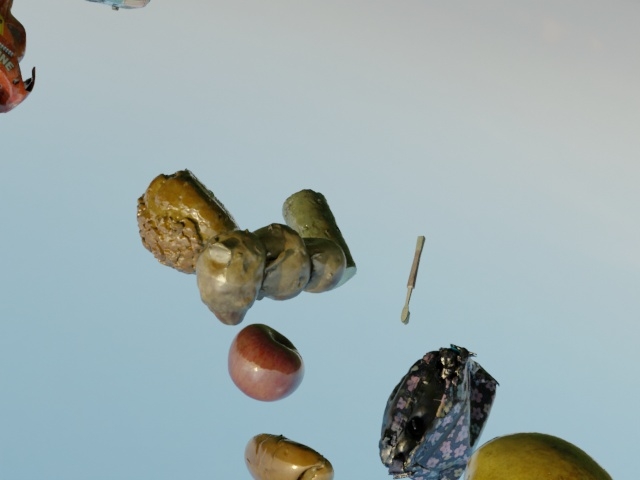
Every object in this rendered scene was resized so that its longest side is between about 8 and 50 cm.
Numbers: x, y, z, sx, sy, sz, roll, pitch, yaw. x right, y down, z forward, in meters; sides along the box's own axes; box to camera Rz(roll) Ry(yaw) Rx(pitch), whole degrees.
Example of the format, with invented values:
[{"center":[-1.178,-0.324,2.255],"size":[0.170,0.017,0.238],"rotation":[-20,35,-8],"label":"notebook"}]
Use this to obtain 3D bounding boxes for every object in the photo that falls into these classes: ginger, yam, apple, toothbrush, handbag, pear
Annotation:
[{"center":[-0.053,0.029,1.561],"size":[0.080,0.104,0.204],"rotation":[15,-163,39],"label":"ginger"},{"center":[0.000,0.000,2.237],"size":[0.078,0.078,0.179],"rotation":[7,-137,-38],"label":"yam"},{"center":[-0.103,0.231,2.652],"size":[0.153,0.120,0.153],"rotation":[37,-172,-6],"label":"apple"},{"center":[0.171,0.072,2.645],"size":[0.014,0.194,0.017],"rotation":[-7,143,28],"label":"toothbrush"},{"center":[0.176,0.275,2.220],"size":[0.127,0.228,0.208],"rotation":[20,169,32],"label":"handbag"},{"center":[0.250,0.325,1.618],"size":[0.209,0.209,0.209],"rotation":[16,-167,-4],"label":"pear"}]

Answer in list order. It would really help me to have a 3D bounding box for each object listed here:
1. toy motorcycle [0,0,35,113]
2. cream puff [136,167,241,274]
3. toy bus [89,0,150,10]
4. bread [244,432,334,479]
[{"center":[-0.479,-0.288,2.018],"size":[0.089,0.298,0.171],"rotation":[-15,166,42],"label":"toy motorcycle"},{"center":[-0.159,-0.017,1.685],"size":[0.126,0.103,0.144],"rotation":[48,-178,-31],"label":"cream puff"},{"center":[-0.238,-0.304,1.692],"size":[0.075,0.060,0.123],"rotation":[13,-176,-17],"label":"toy bus"},{"center":[-0.048,0.319,1.992],"size":[0.114,0.077,0.189],"rotation":[45,164,-15],"label":"bread"}]
